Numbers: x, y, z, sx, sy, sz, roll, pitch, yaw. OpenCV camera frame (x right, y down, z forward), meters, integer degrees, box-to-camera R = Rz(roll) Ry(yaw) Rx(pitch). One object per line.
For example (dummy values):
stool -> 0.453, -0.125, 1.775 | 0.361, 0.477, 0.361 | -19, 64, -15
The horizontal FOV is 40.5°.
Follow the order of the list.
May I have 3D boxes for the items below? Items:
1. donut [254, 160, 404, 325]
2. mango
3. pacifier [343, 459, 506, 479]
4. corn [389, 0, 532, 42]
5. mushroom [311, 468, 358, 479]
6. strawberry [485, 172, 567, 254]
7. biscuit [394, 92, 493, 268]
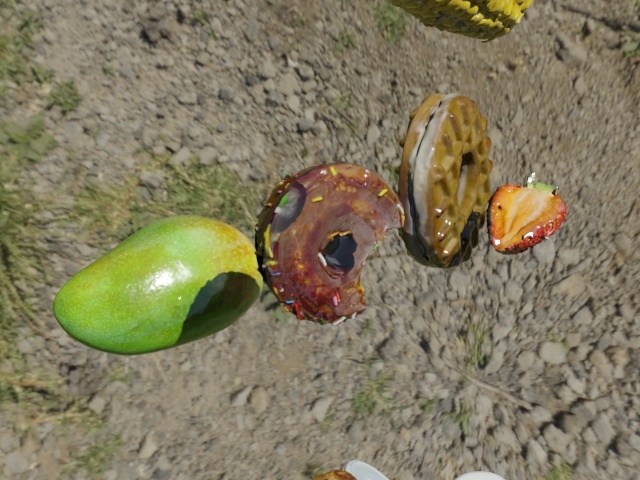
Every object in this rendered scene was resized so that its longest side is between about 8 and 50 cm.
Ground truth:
donut -> 0.001, -0.001, 1.217 | 0.096, 0.216, 0.230 | 25, 102, 57
mango -> -0.278, 0.078, 1.527 | 0.382, 0.201, 0.225 | -17, 89, -29
pacifier -> 0.152, 0.359, 1.058 | 0.207, 0.227, 0.279 | -44, 45, 11
corn -> 0.037, -0.223, 0.577 | 0.115, 0.318, 0.115 | -11, 73, 41
mushroom -> 0.036, 0.276, 0.644 | 0.194, 0.231, 0.138 | 47, 53, 7
strawberry -> 0.356, -0.034, 1.504 | 0.140, 0.085, 0.192 | -10, 39, 9
biscuit -> 0.229, -0.108, 1.586 | 0.103, 0.332, 0.332 | 7, 82, 27
